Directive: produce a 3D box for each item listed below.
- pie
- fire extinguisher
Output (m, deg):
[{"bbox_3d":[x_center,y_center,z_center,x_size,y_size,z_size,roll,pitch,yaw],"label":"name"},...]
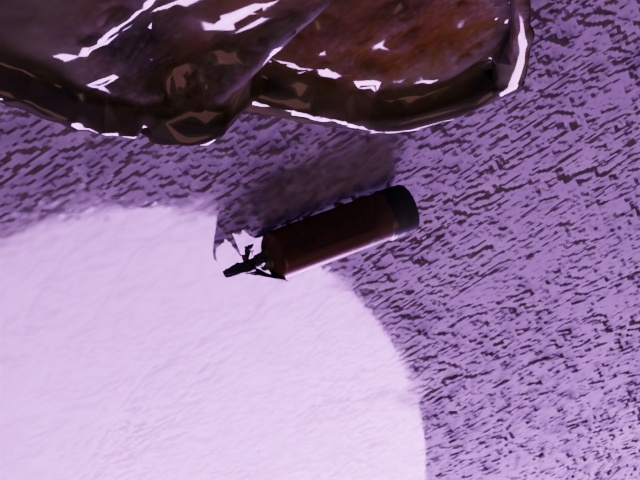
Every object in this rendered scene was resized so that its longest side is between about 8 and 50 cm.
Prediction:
[{"bbox_3d":[0.025,-0.144,0.554,0.337,0.075,0.337,-21,148,-14],"label":"pie"},{"bbox_3d":[0.000,0.000,0.815,0.083,0.022,0.028,-21,-179,-22],"label":"fire extinguisher"}]
